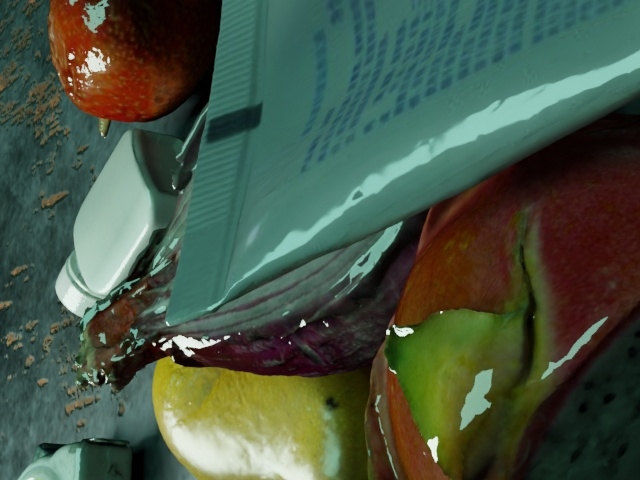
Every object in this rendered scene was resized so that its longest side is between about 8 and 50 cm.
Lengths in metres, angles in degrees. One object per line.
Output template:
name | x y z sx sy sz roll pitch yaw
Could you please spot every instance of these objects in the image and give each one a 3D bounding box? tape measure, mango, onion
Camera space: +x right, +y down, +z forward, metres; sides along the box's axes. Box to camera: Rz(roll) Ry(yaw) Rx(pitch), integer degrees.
tape measure | -0.232 0.345 1.346 0.164 0.084 0.330 -14 69 56
mango | -0.025 0.121 1.082 0.262 0.109 0.157 23 90 48
onion | 0.000 0.000 0.995 0.349 0.159 0.267 -40 39 26

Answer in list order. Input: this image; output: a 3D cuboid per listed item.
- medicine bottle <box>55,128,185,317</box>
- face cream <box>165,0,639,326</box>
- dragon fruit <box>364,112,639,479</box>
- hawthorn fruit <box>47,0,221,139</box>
medicine bottle | -0.178 -0.008 1.374 0.183 0.069 0.119 -52 43 34
face cream | 0.092 -0.130 0.625 0.420 0.137 0.235 -26 44 34
dragon fruit | 0.150 0.055 0.699 0.290 0.291 0.189 -65 32 21
hawthorn fruit | -0.174 -0.194 1.338 0.179 0.173 0.173 -32 56 48
